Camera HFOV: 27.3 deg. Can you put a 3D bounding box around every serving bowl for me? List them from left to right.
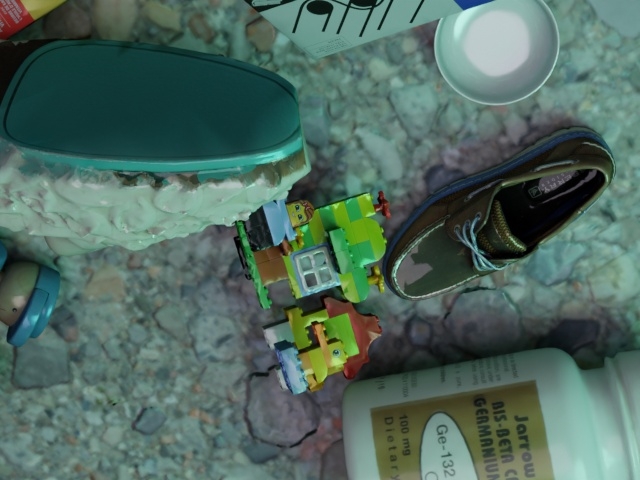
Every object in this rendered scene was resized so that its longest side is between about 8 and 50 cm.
[{"bbox_3d":[0.117,-0.134,0.886,0.083,0.027,0.083,1,109,3],"label":"serving bowl"}]

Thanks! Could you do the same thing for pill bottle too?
[{"bbox_3d":[0.138,0.145,0.927,0.229,0.131,0.131,-11,108,7],"label":"pill bottle"}]

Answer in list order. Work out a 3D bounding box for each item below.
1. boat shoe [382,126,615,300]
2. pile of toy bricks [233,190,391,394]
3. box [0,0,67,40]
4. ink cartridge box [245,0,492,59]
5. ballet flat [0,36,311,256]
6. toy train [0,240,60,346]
[{"bbox_3d":[0.118,-0.014,0.907,0.183,0.066,0.066,-37,103,15],"label":"boat shoe"},{"bbox_3d":[0.000,0.000,0.901,0.105,0.118,0.212,-18,98,-9],"label":"pile of toy bricks"},{"bbox_3d":[-0.212,-0.180,0.875,0.232,0.058,0.087,-28,105,13],"label":"box"},{"bbox_3d":[0.057,-0.177,0.804,0.207,0.046,0.097,-14,152,30],"label":"ink cartridge box"},{"bbox_3d":[-0.200,-0.057,0.830,0.408,0.147,0.147,8,110,9],"label":"ballet flat"},{"bbox_3d":[-0.302,0.092,0.963,0.143,0.105,0.248,25,109,-19],"label":"toy train"}]
